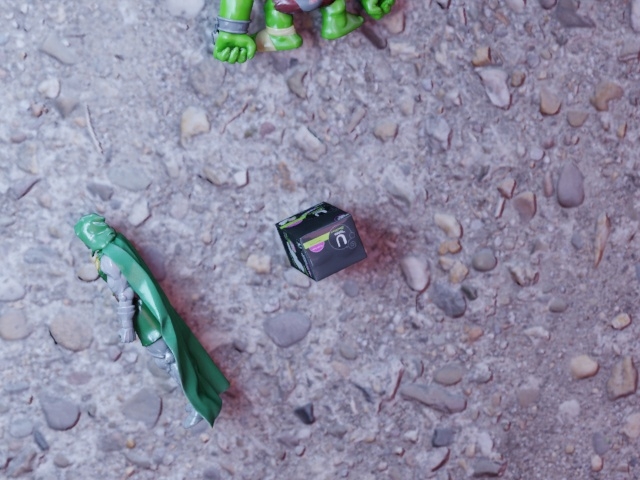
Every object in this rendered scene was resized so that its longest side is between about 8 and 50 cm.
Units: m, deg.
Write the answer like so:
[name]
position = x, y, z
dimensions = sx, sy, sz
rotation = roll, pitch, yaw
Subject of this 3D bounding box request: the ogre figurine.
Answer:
[ogre figurine]
position = -0.019, -0.252, 1.316
dimensions = 0.197, 0.097, 0.118
rotation = -11, 117, -7

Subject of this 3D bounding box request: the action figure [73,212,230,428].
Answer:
[action figure]
position = -0.172, 0.073, 1.327
dimensions = 0.063, 0.137, 0.232
rotation = -29, 102, 1

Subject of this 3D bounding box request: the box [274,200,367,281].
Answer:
[box]
position = 0.000, 0.000, 1.381
dimensions = 0.062, 0.083, 0.052
rotation = -26, 109, -14
